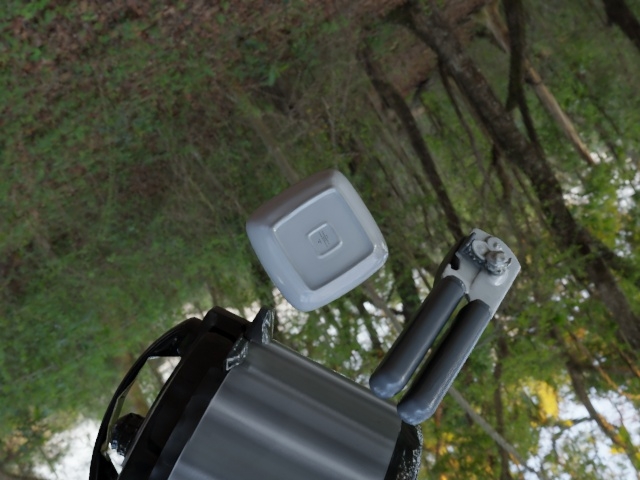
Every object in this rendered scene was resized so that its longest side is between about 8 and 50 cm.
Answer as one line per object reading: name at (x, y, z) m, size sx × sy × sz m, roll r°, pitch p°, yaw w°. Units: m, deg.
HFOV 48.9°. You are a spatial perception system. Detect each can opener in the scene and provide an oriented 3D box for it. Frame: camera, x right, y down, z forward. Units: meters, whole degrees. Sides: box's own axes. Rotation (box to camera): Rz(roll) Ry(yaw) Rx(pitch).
can opener at (0.138, 0.084, 0.756) m, size 0.280 × 0.074 × 0.093 m, roll -47°, pitch 177°, yaw -44°

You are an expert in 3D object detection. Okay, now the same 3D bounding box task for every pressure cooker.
pressure cooker at (-0.108, 0.315, 0.999) m, size 0.370 × 0.420 × 0.375 m, roll -61°, pitch 176°, yaw -44°

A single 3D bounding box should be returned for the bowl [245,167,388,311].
bowl at (0.000, 0.000, 0.808) m, size 0.142 × 0.142 × 0.053 m, roll -32°, pitch -175°, yaw -8°
